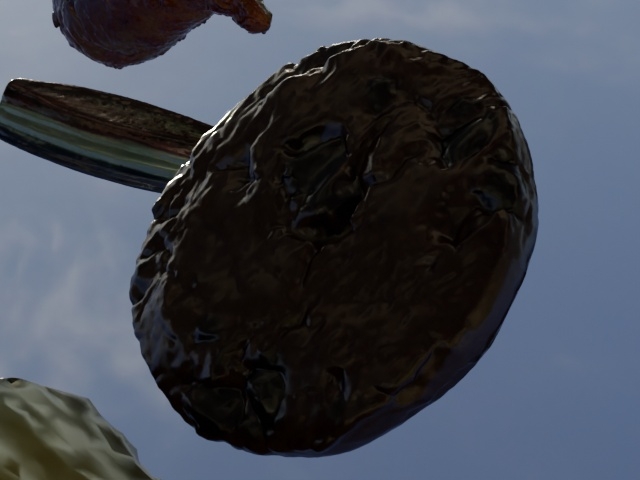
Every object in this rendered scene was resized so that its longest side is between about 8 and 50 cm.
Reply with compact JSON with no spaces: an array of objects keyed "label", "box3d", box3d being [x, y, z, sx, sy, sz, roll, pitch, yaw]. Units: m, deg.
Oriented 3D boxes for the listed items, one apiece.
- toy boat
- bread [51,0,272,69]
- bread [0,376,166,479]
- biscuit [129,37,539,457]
[{"label":"toy boat","box3d":[-0.134,-0.072,1.254,0.229,0.046,0.080,17,-142,21]},{"label":"bread","box3d":[-0.133,-0.214,1.355,0.095,0.139,0.269,-10,-177,-33]},{"label":"bread","box3d":[-0.039,0.173,0.594,0.315,0.279,0.248,-4,173,17]},{"label":"biscuit","box3d":[0.000,0.000,0.697,0.049,0.192,0.192,36,-171,-41]}]
